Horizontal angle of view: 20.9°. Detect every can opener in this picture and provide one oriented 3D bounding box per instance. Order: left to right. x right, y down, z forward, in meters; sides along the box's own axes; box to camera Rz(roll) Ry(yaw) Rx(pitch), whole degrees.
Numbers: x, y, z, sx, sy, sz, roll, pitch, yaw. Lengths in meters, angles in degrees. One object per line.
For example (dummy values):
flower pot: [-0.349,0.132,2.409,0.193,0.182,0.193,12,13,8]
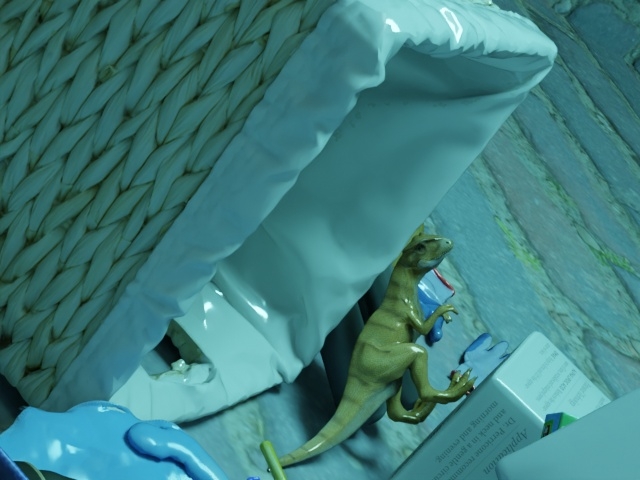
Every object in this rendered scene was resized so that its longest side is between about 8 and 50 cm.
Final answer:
can opener: [0.000,0.000,1.325,0.076,0.095,0.283,-16,91,-30]

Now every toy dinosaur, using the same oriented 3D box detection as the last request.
toy dinosaur: [0.042,0.096,1.243,0.112,0.211,0.064,35,-18,-21]

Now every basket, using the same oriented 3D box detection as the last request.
basket: [-0.075,-0.086,1.115,0.266,0.331,0.328,45,19,14]

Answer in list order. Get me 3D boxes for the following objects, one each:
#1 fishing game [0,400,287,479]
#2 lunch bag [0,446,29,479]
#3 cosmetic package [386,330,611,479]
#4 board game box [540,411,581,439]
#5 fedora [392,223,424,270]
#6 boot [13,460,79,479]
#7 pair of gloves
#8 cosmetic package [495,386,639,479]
fishing game: [-0.107,0.166,0.922,0.264,0.041,0.189,-2,53,-45]
lunch bag: [-0.168,0.177,0.552,0.328,0.239,0.385,45,5,8]
cosmetic package: [0.155,0.190,1.228,0.184,0.151,0.151,45,19,6]
board game box: [0.194,0.232,1.094,0.160,0.211,0.039,18,-11,-8]
fedora: [-0.016,-0.017,1.397,0.194,0.194,0.079,42,-18,0]
boot: [-0.083,0.192,0.829,0.137,0.077,0.198,11,48,-44]
pair of gloves: [0.127,0.085,1.585,0.198,0.023,0.159,44,20,8]
cosmetic package: [0.278,0.237,0.877,0.453,0.230,0.161,61,3,-43]
